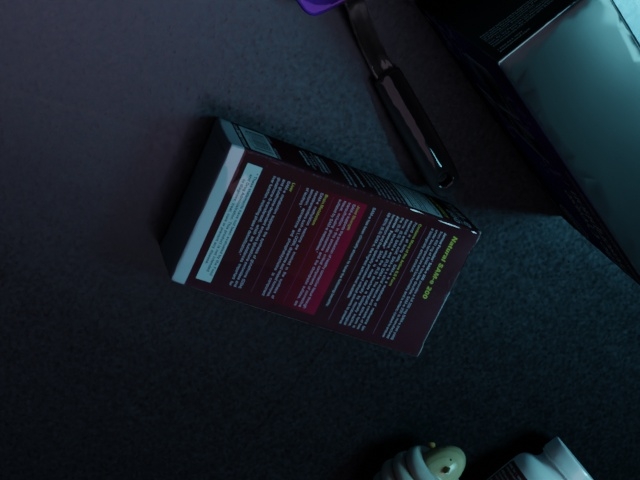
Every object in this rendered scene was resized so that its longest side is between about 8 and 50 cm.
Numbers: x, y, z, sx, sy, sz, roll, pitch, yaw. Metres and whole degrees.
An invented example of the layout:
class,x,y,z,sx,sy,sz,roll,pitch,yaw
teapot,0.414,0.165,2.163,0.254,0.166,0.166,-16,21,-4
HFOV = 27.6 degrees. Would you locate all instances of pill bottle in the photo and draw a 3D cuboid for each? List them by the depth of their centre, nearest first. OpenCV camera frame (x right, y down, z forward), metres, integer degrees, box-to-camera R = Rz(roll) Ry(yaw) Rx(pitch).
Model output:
class,x,y,z,sx,sy,sz,roll,pitch,yaw
pill bottle,0.194,0.265,1.277,0.152,0.086,0.086,-40,118,4

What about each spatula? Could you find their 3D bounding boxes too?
class,x,y,z,sx,sy,sz,roll,pitch,yaw
spatula,0.047,-0.156,1.080,0.084,0.030,0.296,-34,118,-5

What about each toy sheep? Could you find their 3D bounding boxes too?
class,x,y,z,sx,sy,sz,roll,pitch,yaw
toy sheep,0.089,0.244,1.241,0.091,0.091,0.132,33,106,-26

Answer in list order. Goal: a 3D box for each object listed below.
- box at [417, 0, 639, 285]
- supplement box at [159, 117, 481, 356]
class,x,y,z,sx,sy,sz,roll,pitch,yaw
box,0.211,-0.103,1.066,0.103,0.184,0.261,-37,118,5
supplement box,0.000,0.000,1.112,0.239,0.073,0.130,20,107,-22
